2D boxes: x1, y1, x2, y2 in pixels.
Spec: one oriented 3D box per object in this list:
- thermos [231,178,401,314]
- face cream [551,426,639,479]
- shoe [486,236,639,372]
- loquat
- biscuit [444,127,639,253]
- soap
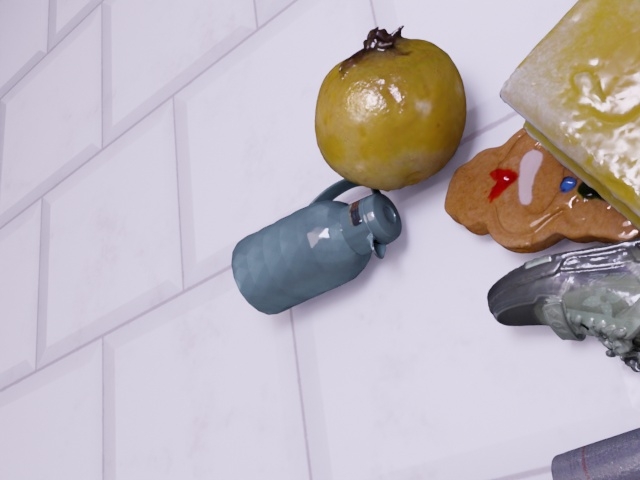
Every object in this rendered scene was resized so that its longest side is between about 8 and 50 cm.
[{"bbox_3d":[0.000,0.000,1.255,0.286,0.145,0.182,-27,45,32],"label":"thermos"},{"bbox_3d":[0.394,0.231,0.842,0.283,0.073,0.073,-32,56,32],"label":"face cream"},{"bbox_3d":[0.339,0.091,0.915,0.293,0.109,0.149,-20,57,32],"label":"shoe"},{"bbox_3d":[0.104,-0.199,1.158,0.244,0.244,0.244,-17,64,39],"label":"loquat"},{"bbox_3d":[0.307,-0.078,1.028,0.334,0.047,0.202,-3,61,48],"label":"biscuit"},{"bbox_3d":[0.410,-0.151,0.819,0.293,0.156,0.335,-47,54,14],"label":"soap"}]
